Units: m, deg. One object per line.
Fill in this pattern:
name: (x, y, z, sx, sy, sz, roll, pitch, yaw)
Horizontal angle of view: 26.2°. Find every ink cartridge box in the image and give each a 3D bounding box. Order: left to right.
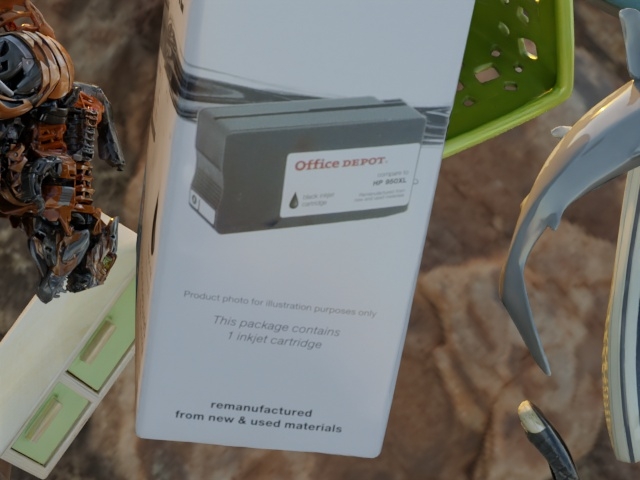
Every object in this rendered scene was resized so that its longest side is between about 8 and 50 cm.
ink cartridge box: (-0.022, -0.104, 0.899, 0.166, 0.395, 0.285, 6, 24, -10)

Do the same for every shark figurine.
shark figurine: (0.224, -0.047, 1.002, 0.116, 0.278, 0.166, 37, -15, 44)

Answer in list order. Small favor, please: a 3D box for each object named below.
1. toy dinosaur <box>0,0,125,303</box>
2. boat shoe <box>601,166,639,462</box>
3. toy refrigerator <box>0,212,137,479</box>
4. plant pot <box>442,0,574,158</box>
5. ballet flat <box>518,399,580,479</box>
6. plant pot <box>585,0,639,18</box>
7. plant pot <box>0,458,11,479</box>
toy dinosaur: (-0.265, -0.105, 1.066, 0.218, 0.164, 0.322, -22, 80, -38)
boat shoe: (0.424, 0.019, 1.620, 0.156, 0.187, 0.500, 10, 87, 11)
toy refrigerator: (-0.265, 0.114, 1.475, 0.094, 0.102, 0.269, 30, 78, 29)
plant pot: (0.103, -0.237, 1.392, 0.228, 0.227, 0.207, -25, 42, -16)
ballet flat: (0.237, 0.237, 1.400, 0.057, 0.049, 0.173, -94, 158, -67)
plant pot: (0.431, -0.371, 1.826, 0.234, 0.165, 0.165, 20, 8, 7)
plant pot: (-0.426, 0.243, 1.599, 0.167, 0.167, 0.165, 24, 47, -20)
